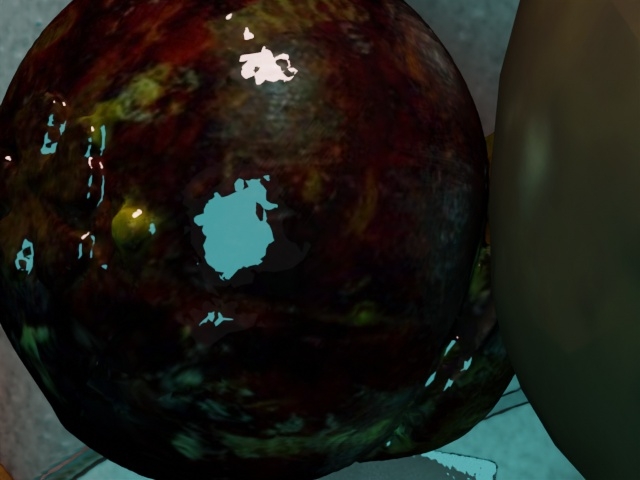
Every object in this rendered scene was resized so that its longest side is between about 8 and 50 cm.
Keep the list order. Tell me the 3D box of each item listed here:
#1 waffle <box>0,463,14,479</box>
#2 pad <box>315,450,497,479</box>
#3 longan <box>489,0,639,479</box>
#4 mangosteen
[{"bbox_3d":[-0.204,0.233,0.948,0.224,0.098,0.327,-35,86,17],"label":"waffle"},{"bbox_3d":[0.017,0.184,0.921,0.113,0.006,0.187,10,101,14],"label":"pad"},{"bbox_3d":[0.240,-0.029,0.627,0.404,0.404,0.336,-10,117,17],"label":"longan"},{"bbox_3d":[0.000,0.000,0.816,0.289,0.231,0.231,16,106,-28],"label":"mangosteen"}]
